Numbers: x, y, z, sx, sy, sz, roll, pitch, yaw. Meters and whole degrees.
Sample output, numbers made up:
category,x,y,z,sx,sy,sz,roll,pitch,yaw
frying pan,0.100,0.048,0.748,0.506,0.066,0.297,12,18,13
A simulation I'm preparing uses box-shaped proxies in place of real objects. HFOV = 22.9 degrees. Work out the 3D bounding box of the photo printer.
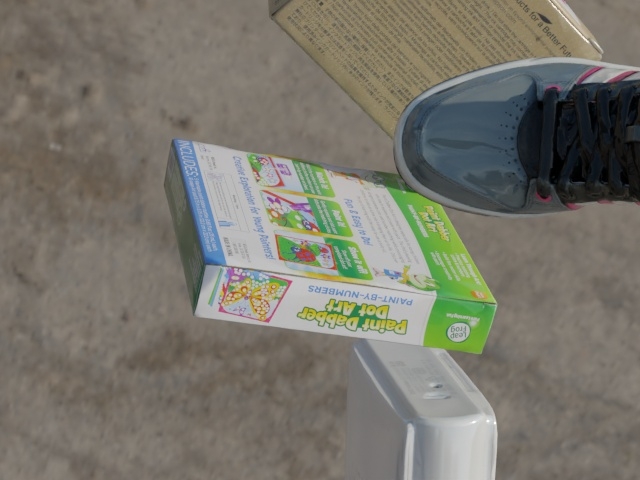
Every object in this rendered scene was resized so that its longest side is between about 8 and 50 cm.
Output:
category,x,y,z,sx,sy,sz,roll,pitch,yaw
photo printer,0.092,0.273,1.576,0.107,0.308,0.256,-2,17,-12

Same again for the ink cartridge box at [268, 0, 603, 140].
category,x,y,z,sx,sy,sz,roll,pitch,yaw
ink cartridge box,0.100,-0.194,1.396,0.234,0.193,0.088,44,17,-22

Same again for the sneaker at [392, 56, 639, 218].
category,x,y,z,sx,sy,sz,roll,pitch,yaw
sneaker,0.196,-0.060,0.947,0.295,0.178,0.124,-1,89,-1

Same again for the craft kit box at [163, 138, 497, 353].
category,x,y,z,sx,sy,sz,roll,pitch,yaw
craft kit box,0.000,0.000,1.353,0.246,0.061,0.250,6,25,-14
